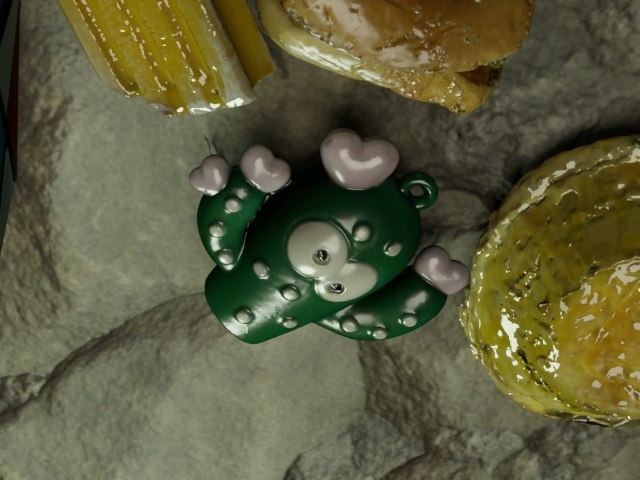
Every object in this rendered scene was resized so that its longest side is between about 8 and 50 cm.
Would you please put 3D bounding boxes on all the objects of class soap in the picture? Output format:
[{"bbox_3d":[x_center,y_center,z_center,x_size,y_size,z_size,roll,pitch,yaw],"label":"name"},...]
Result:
[{"bbox_3d":[-0.146,-0.212,1.360,0.140,0.073,0.232,-6,126,33],"label":"soap"}]

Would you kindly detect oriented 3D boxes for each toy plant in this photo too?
[{"bbox_3d":[0.004,0.002,1.501,0.243,0.112,0.232,-11,127,10],"label":"toy plant"}]

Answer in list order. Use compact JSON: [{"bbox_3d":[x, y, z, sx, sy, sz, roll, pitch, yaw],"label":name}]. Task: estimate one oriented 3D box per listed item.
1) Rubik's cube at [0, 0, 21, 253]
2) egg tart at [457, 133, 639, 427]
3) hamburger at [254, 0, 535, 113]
[{"bbox_3d":[-0.377,-0.098,1.339,0.248,0.246,0.250,5,121,-6],"label":"Rubik's cube"},{"bbox_3d":[0.296,0.059,1.542,0.341,0.132,0.341,-1,123,-2],"label":"egg tart"},{"bbox_3d":[0.055,-0.194,1.374,0.262,0.131,0.124,17,132,-13],"label":"hamburger"}]
